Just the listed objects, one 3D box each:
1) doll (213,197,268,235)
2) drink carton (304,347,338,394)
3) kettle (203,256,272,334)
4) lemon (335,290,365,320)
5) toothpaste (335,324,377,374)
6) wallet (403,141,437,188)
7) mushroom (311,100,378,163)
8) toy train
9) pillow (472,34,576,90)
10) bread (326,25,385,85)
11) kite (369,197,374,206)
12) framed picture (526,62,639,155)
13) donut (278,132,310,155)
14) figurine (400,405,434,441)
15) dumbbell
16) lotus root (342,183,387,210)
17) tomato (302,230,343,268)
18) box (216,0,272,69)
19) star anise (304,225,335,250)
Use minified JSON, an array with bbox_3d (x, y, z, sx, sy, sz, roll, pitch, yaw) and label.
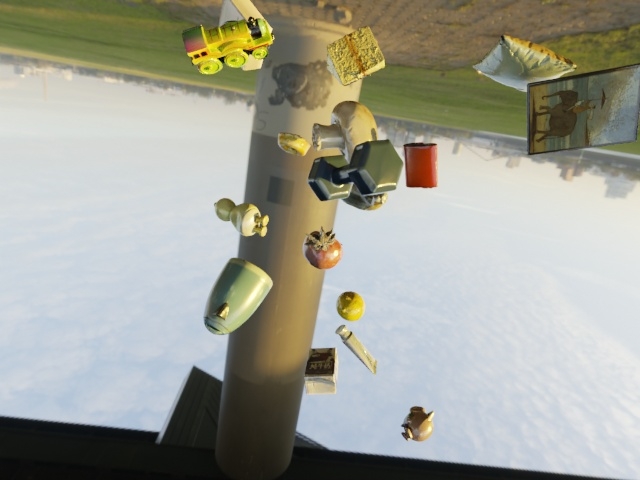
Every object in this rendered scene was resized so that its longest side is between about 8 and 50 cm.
[{"bbox_3d":[-0.351,-0.110,1.766,0.297,0.141,0.117,29,-147,33],"label":"doll"},{"bbox_3d":[0.007,0.590,1.870,0.134,0.101,0.222,-6,-162,7],"label":"drink carton"},{"bbox_3d":[-0.420,0.299,1.956,0.247,0.341,0.319,28,155,3],"label":"kettle"},{"bbox_3d":[0.178,0.383,2.391,0.174,0.173,0.206,25,176,39],"label":"lemon"},{"bbox_3d":[0.194,0.560,2.114,0.299,0.073,0.114,49,-158,-11],"label":"toothpaste"},{"bbox_3d":[0.436,-0.324,1.780,0.143,0.204,0.045,3,-142,21],"label":"wallet"},{"bbox_3d":[0.107,-0.471,1.860,0.291,0.297,0.297,-18,-158,-4],"label":"mushroom"},{"bbox_3d":[-0.302,-0.656,1.365,0.297,0.100,0.160,-17,170,1],"label":"toy train"},{"bbox_3d":[0.810,-0.708,1.661,0.313,0.119,0.310,20,-174,-1],"label":"pillow"},{"bbox_3d":[0.186,-0.948,2.200,0.264,0.235,0.198,-26,171,1],"label":"bread"},{"bbox_3d":[0.224,-0.168,1.769,0.002,0.044,0.078,6,-171,-7],"label":"kite"},{"bbox_3d":[0.905,-0.444,1.419,0.348,0.264,0.016,-4,-153,18],"label":"framed picture"},{"bbox_3d":[-0.143,-0.491,2.110,0.162,0.065,0.179,8,169,42],"label":"donut"},{"bbox_3d":[0.385,0.728,1.622,0.138,0.125,0.125,-34,-142,-22],"label":"figurine"},{"bbox_3d":[0.093,-0.197,1.200,0.144,0.156,0.316,-44,-160,-21],"label":"dumbbell"},{"bbox_3d":[0.228,-0.268,2.346,0.350,0.174,0.175,21,-159,31],"label":"lotus root"},{"bbox_3d":[0.011,0.069,2.627,0.270,0.227,0.270,32,168,8],"label":"tomato"},{"bbox_3d":[-0.337,-0.903,1.766,0.106,0.203,0.251,-24,-108,-35],"label":"box"},{"bbox_3d":[0.000,0.000,2.163,0.181,0.204,0.061,0,-128,-17],"label":"star anise"}]
